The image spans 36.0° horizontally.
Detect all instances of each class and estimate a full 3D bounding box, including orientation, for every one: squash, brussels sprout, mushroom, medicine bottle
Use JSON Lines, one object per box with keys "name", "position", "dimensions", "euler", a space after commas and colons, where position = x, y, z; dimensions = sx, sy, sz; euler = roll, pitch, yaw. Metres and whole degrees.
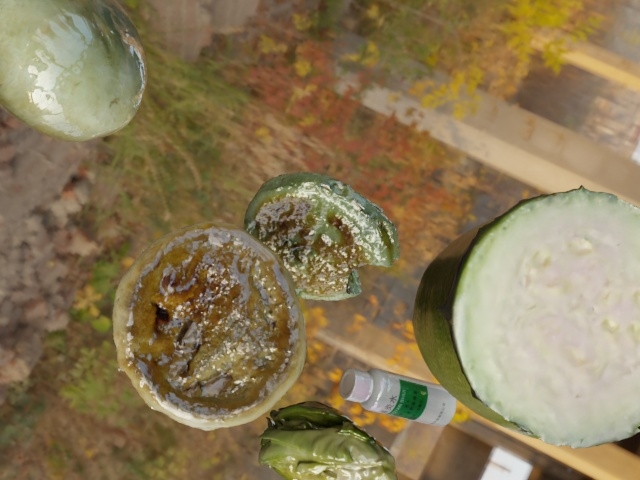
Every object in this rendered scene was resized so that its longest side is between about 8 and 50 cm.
{"name": "squash", "position": [0.246, 0.090, 1.113], "dimensions": [0.263, 0.263, 0.384], "euler": [-63, 178, -4]}
{"name": "brussels sprout", "position": [0.008, 0.255, 1.167], "dimensions": [0.139, 0.181, 0.100], "euler": [69, 27, -44]}
{"name": "mushroom", "position": [-0.469, -0.330, 1.748], "dimensions": [0.260, 0.352, 0.352], "euler": [-31, -179, 22]}
{"name": "medicine bottle", "position": [0.166, 0.333, 2.121], "dimensions": [0.095, 0.260, 0.095], "euler": [-44, -144, 46]}

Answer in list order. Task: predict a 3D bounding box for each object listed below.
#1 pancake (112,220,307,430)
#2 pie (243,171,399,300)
{"name": "pancake", "position": [-0.183, 0.144, 1.662], "dimensions": [0.356, 0.356, 0.065], "euler": [-61, -170, -16]}
{"name": "pie", "position": [-0.007, -0.004, 1.851], "dimensions": [0.067, 0.303, 0.302], "euler": [-71, 178, -49]}
